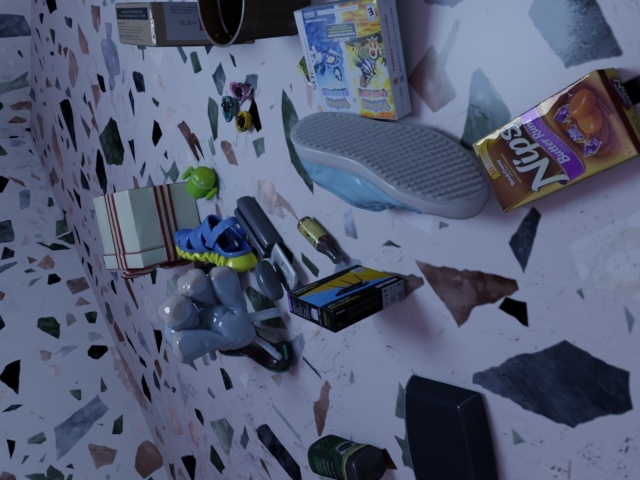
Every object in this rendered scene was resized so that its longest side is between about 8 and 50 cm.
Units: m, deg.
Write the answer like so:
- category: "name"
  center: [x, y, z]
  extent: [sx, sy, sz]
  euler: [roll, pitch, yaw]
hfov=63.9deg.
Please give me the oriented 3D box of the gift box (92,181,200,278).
- category: "gift box"
  center: [-0.521, -0.030, 1.577]
  extent: [0.276, 0.255, 0.258]
  euler: [-5, 98, 47]

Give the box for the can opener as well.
- category: "can opener"
  center: [-0.140, 0.011, 1.238]
  extent: [0.280, 0.093, 0.074]
  euler: [59, 142, 26]

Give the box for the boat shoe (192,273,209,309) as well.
- category: "boat shoe"
  center: [-0.301, 0.148, 1.482]
  extent: [0.091, 0.114, 0.302]
  euler: [68, 155, 8]

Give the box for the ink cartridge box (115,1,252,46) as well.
- category: "ink cartridge box"
  center: [-0.297, -0.473, 1.123]
  extent: [0.193, 0.234, 0.088]
  euler: [24, 122, 45]

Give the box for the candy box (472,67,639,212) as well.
- category: "candy box"
  center: [0.297, -0.119, 0.652]
  extent: [0.186, 0.053, 0.109]
  euler: [-32, 79, 54]

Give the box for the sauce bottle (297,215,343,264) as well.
- category: "sauce bottle"
  center: [0.000, 0.000, 1.086]
  extent: [0.128, 0.042, 0.042]
  euler: [46, 136, 33]

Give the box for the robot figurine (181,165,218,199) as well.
- category: "robot figurine"
  center: [-0.333, -0.161, 1.429]
  extent: [0.101, 0.067, 0.115]
  euler: [42, 140, -4]

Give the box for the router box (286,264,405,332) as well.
- category: "router box"
  center: [0.048, 0.102, 0.949]
  extent: [0.133, 0.178, 0.046]
  euler: [14, 116, 49]

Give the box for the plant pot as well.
- category: "plant pot"
  center: [-0.120, -0.450, 0.964]
  extent: [0.167, 0.165, 0.167]
  euler: [22, 120, 45]

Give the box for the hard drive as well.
- category: "hard drive"
  center: [0.230, 0.384, 0.929]
  extent: [0.172, 0.054, 0.255]
  euler: [0, 103, 52]

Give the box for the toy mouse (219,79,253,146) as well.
- category: "toy mouse"
  center: [-0.199, -0.330, 1.222]
  extent: [0.143, 0.031, 0.161]
  euler: [58, 141, 18]

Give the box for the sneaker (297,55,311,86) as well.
- category: "sneaker"
  center: [-0.017, -0.326, 0.991]
  extent: [0.083, 0.031, 0.035]
  euler: [54, 139, 24]

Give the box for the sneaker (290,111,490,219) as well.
- category: "sneaker"
  center: [0.115, -0.106, 0.860]
  extent: [0.366, 0.135, 0.150]
  euler: [30, 159, 35]

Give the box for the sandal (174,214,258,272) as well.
- category: "sandal"
  center: [-0.289, -0.008, 1.398]
  extent: [0.317, 0.126, 0.138]
  euler: [9, 110, 40]

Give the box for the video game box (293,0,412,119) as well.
- category: "video game box"
  center: [0.052, -0.303, 0.865]
  extent: [0.205, 0.048, 0.187]
  euler: [19, 135, 48]

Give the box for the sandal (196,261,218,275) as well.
- category: "sandal"
  center: [-0.361, 0.103, 1.589]
  extent: [0.179, 0.040, 0.067]
  euler: [-32, 78, 52]

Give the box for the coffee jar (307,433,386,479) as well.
- category: "coffee jar"
  center: [0.058, 0.498, 1.159]
  extent: [0.184, 0.096, 0.079]
  euler: [-15, 91, 54]

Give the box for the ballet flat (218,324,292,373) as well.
- category: "ballet flat"
  center: [-0.179, 0.279, 1.394]
  extent: [0.280, 0.095, 0.096]
  euler: [5, 97, 41]

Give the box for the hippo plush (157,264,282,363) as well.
- category: "hippo plush"
  center: [-0.279, 0.191, 1.312]
  extent: [0.236, 0.294, 0.234]
  euler: [-22, 67, 61]
